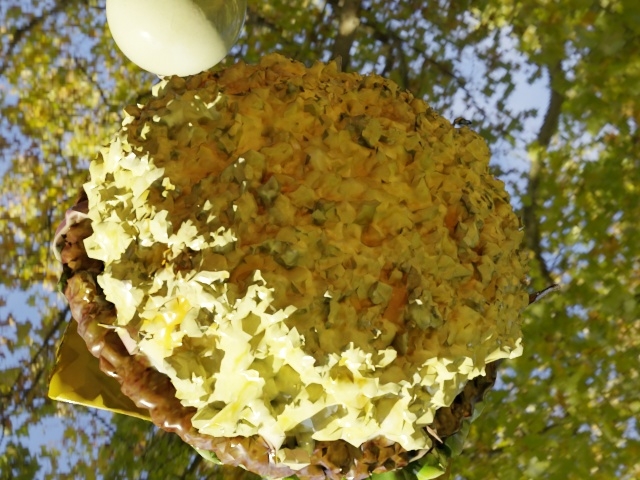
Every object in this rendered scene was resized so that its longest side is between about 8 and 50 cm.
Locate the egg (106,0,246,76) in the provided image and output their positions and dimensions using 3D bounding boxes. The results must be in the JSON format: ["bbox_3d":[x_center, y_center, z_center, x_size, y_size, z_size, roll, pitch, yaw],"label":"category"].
[{"bbox_3d":[-0.198,-0.331,1.401,0.188,0.189,0.254,31,-157,3],"label":"egg"}]

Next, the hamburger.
[{"bbox_3d":[0.000,0.000,0.486,0.243,0.139,0.262,18,-133,-10],"label":"hamburger"}]
